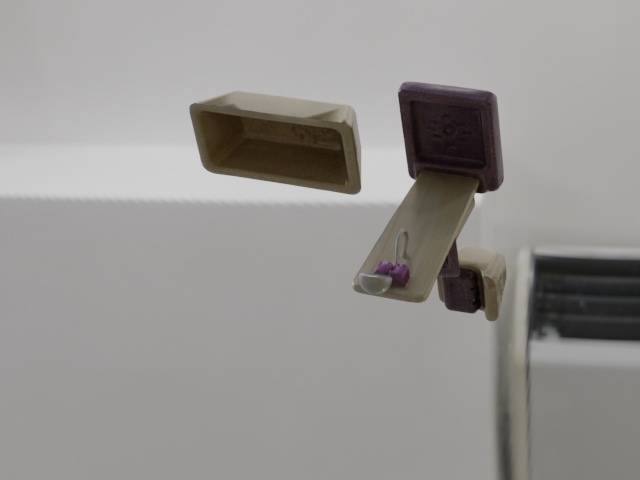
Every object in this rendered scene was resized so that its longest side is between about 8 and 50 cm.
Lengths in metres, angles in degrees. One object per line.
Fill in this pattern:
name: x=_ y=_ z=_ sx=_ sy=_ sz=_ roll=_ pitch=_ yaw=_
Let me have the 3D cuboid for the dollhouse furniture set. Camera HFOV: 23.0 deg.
dollhouse furniture set: x=0.000 y=0.000 z=0.562 sx=0.114 sy=0.081 sz=0.091 roll=10 pitch=-46 yaw=22
